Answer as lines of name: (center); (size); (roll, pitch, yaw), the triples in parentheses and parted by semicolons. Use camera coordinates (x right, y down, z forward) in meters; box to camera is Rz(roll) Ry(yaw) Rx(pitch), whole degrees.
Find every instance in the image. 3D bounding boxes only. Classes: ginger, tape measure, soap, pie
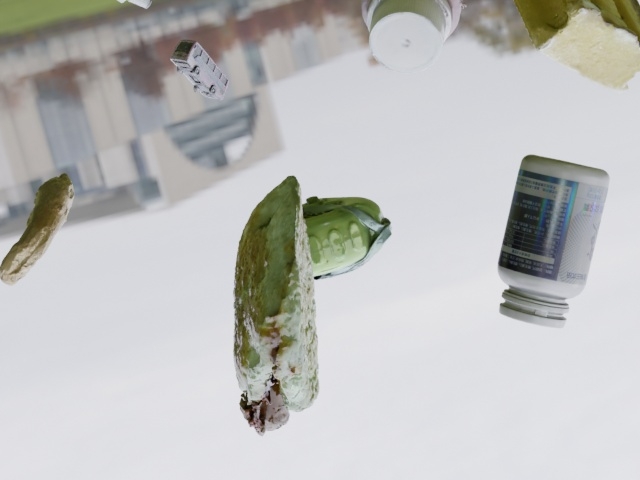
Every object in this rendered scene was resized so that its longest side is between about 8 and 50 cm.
ginger: (-0.368, -0.020, 1.943); (0.069, 0.051, 0.173); (-15, -143, 45)
tape measure: (0.000, 0.000, 2.044); (0.175, 0.106, 0.200); (-23, -165, -33)
soap: (0.304, -0.349, 1.892); (0.091, 0.315, 0.199); (-39, 143, 27)
pie: (-0.048, 0.069, 1.743); (0.105, 0.274, 0.257); (2, 147, -8)

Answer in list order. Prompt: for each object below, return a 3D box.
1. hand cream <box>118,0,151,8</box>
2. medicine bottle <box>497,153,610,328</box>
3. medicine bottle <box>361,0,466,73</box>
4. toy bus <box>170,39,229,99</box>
hand cream: (-0.316, -0.358, 1.921); (0.216, 0.038, 0.052); (26, 158, -22)
medicine bottle: (0.268, 0.001, 1.739); (0.107, 0.191, 0.107); (12, -174, -1)
medicine bottle: (0.129, -0.343, 2.066); (0.147, 0.147, 0.247); (-11, -142, 19)
toy bus: (-0.188, -0.269, 2.339); (0.037, 0.052, 0.131); (12, 161, 29)
